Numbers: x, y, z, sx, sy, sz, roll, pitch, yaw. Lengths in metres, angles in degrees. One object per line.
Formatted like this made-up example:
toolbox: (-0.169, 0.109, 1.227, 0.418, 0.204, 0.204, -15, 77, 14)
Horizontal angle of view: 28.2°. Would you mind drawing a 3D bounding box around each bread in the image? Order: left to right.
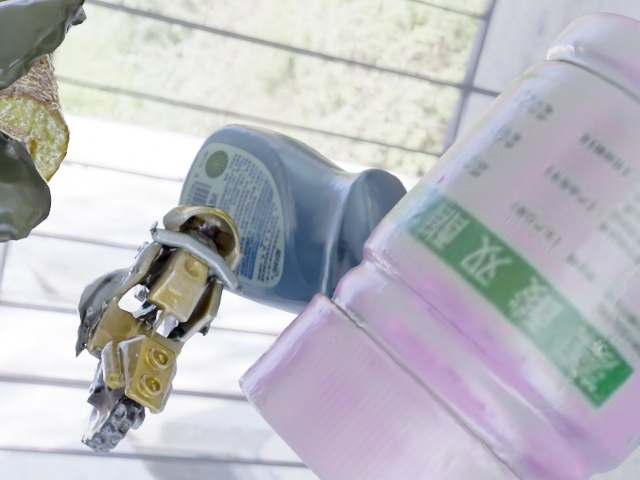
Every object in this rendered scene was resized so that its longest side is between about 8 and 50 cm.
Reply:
bread: (-0.242, -0.086, 0.889, 0.132, 0.103, 0.172, -37, 33, 7)

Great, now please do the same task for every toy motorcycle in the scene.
toy motorcycle: (-0.123, 0.052, 0.969, 0.130, 0.094, 0.229, -40, 24, 33)

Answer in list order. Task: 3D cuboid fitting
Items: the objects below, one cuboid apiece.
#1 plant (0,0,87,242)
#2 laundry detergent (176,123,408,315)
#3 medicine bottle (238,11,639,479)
plant: (-0.261, -0.078, 0.540, 0.213, 0.312, 0.215, -34, 35, 65)
laundry detergent: (0.000, 0.000, 1.037, 0.290, 0.094, 0.143, 24, 95, 45)
medicine bottle: (0.130, 0.040, 0.796, 0.325, 0.212, 0.212, -46, 31, -2)
